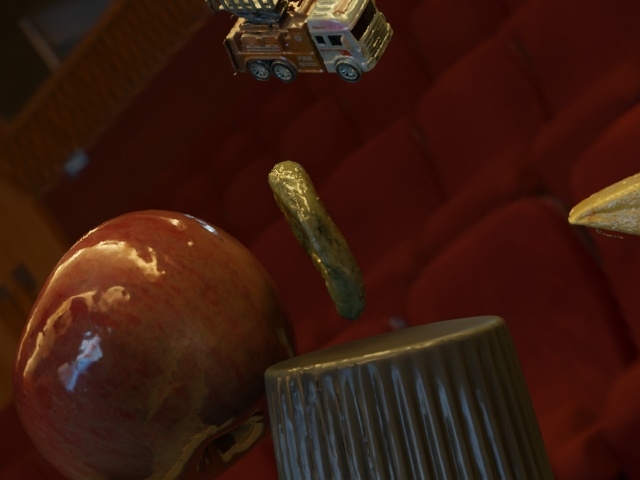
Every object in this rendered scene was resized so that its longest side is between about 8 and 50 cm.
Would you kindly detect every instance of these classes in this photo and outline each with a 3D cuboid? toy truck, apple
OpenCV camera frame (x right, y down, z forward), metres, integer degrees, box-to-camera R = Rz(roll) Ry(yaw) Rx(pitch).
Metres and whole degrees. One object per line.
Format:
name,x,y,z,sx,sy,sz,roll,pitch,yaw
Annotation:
toy truck,-0.021,-0.237,1.970,0.177,0.115,0.080,4,49,32
apple,-0.169,0.135,1.967,0.345,0.269,0.345,-60,-9,-15

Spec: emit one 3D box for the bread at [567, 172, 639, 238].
bread,0.323,-0.018,1.944,0.109,0.080,0.084,-27,4,20

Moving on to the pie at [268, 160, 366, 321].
pie,0.000,0.000,1.911,0.041,0.187,0.187,-28,-6,-4

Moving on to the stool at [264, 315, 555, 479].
stool,0.100,0.260,1.819,0.297,0.330,0.297,-12,1,0
